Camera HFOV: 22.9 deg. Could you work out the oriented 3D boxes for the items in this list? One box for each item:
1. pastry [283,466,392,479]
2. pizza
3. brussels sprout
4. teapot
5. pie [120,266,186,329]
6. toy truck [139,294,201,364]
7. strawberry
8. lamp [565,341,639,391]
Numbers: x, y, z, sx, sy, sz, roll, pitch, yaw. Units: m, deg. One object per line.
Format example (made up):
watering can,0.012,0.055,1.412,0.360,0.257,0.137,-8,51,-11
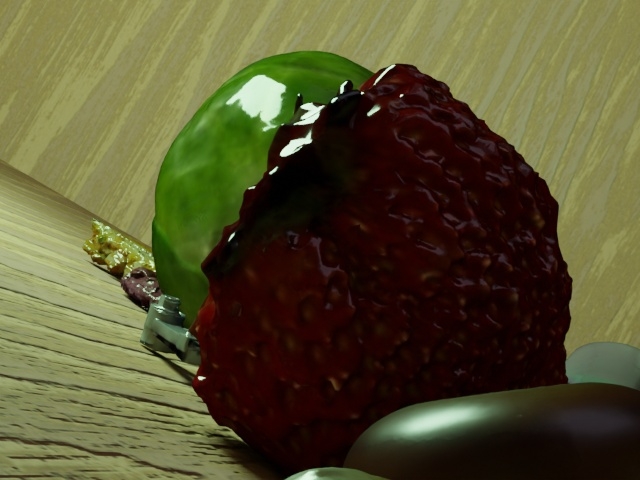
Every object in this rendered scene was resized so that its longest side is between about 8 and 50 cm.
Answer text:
pastry,0.039,0.116,0.339,0.166,0.088,0.166,32,0,0
pizza,-0.212,0.027,1.807,0.134,0.046,0.175,31,-1,-1
brussels sprout,-0.005,0.003,1.502,0.354,0.281,0.289,60,22,-2
teapot,0.094,0.147,0.818,0.178,0.135,0.252,0,-12,-16
pie,-0.137,0.073,1.626,0.154,0.036,0.154,31,0,0
toy truck,-0.022,0.068,1.202,0.177,0.161,0.213,11,2,-31
strawberry,0.052,0.041,0.997,0.258,0.261,0.261,34,0,10
lamp,0.279,0.219,1.126,0.301,0.247,0.247,22,27,18
